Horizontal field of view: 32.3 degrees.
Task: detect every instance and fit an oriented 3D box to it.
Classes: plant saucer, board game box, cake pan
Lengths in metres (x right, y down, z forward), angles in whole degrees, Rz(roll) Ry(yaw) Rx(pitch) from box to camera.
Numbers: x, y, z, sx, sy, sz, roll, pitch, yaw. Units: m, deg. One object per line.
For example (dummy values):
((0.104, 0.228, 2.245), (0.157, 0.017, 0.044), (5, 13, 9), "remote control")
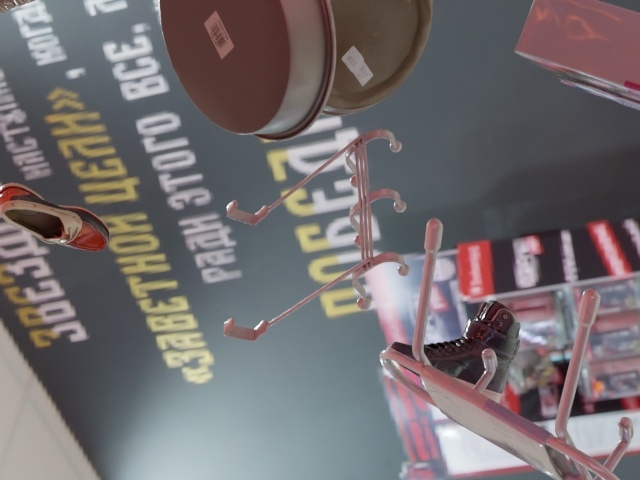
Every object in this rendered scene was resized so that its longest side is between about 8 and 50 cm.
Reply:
((0.058, -0.301, 1.578), (0.041, 0.278, 0.277), (39, 160, 42), "plant saucer")
((0.411, -0.239, 1.478), (0.303, 0.224, 0.097), (-1, -67, -66), "board game box")
((-0.099, -0.254, 1.315), (0.054, 0.293, 0.293), (-23, -73, -36), "cake pan")

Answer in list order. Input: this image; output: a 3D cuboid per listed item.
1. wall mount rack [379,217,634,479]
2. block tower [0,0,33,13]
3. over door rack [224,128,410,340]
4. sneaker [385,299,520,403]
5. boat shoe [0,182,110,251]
((0.214, 0.142, 1.237), (0.130, 0.350, 0.304), (-51, -40, -16), "wall mount rack")
((-0.425, -0.402, 1.578), (0.097, 0.336, 0.090), (53, -153, -48), "block tower")
((0.000, 0.000, 1.681), (0.108, 0.324, 0.239), (30, -134, -41), "over door rack")
((0.223, 0.160, 1.803), (0.163, 0.226, 0.086), (-67, 24, 3), "sneaker")
((-0.288, -0.018, 1.203), (0.137, 0.049, 0.043), (29, -161, -34), "boat shoe")
